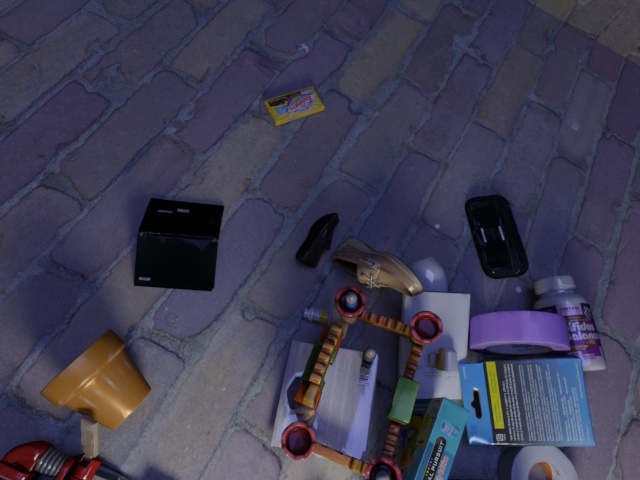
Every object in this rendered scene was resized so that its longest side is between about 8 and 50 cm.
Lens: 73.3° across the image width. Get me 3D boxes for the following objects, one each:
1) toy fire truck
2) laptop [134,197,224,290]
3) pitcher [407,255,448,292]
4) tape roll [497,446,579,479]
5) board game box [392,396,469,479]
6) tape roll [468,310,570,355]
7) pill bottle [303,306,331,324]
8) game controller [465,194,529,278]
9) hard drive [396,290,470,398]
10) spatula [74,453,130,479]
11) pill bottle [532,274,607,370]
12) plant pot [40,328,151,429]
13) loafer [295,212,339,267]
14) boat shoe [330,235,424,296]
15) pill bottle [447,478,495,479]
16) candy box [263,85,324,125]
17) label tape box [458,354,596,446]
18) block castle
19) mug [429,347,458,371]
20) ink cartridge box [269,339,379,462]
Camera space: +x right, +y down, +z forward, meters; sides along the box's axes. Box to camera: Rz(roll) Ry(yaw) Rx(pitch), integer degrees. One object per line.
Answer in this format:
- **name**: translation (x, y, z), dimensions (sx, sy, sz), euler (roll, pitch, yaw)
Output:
- **toy fire truck**: translation (-0.621, 0.521, 1.008), dimensions (0.217, 0.158, 0.246), euler (26, 67, 0)
- **laptop**: translation (-0.433, 0.008, 1.340), dimensions (0.234, 0.136, 0.264), euler (6, 42, -10)
- **pitcher**: translation (0.330, 0.168, 1.378), dimensions (0.178, 0.125, 0.207), euler (-16, 83, -17)
- **tape roll**: translation (0.633, 0.702, 1.248), dimensions (0.219, 0.072, 0.219), euler (4, 68, -11)
- **board game box**: translation (0.241, 0.583, 1.114), dimensions (0.079, 0.254, 0.336), euler (30, 65, 2)
- **tape roll**: translation (0.591, 0.286, 1.296), dimensions (0.275, 0.275, 0.090), euler (8, 66, -9)
- **pill bottle**: translation (-0.010, 0.230, 1.321), dimensions (0.083, 0.043, 0.043), euler (13, 66, -6)
- **game controller**: translation (0.634, -0.019, 1.556), dimensions (0.167, 0.067, 0.319), euler (-9, 69, 0)
- **hard drive**: translation (0.341, 0.314, 1.301), dimensions (0.210, 0.040, 0.318), euler (4, 89, -10)
- **spatula**: translation (-0.485, 0.610, 1.073), dimensions (0.296, 0.030, 0.084), euler (27, 82, 2)
- **pill bottle**: translation (0.797, 0.274, 1.403), dimensions (0.169, 0.169, 0.301), euler (0, 69, -12)
- **plant pot**: translation (-0.543, 0.363, 1.085), dimensions (0.188, 0.205, 0.205), euler (46, 66, -8)
- **loafer**: translation (0.000, 0.000, 1.408), dimensions (0.078, 0.080, 0.220), euler (49, 61, -26)
- **boat shoe**: translation (0.165, 0.097, 1.304), dimensions (0.110, 0.121, 0.341), euler (-42, 37, -15)
- **pill bottle**: translation (0.413, 0.712, 1.126), dimensions (0.265, 0.153, 0.153), euler (0, 68, 3)
- **candy box**: translation (-0.097, -0.505, 1.609), dimensions (0.206, 0.027, 0.105), euler (-24, 78, -19)
- **label tape box**: translation (0.594, 0.470, 1.273), dimensions (0.334, 0.106, 0.240), euler (-7, 81, 15)
- **block castle**: translation (0.110, 0.365, 1.107), dimensions (0.303, 0.213, 0.453), euler (18, 68, 11)
- **mug**: translation (0.365, 0.347, 1.255), dimensions (0.078, 0.062, 0.064), euler (7, 81, -17)
- **ink cartridge box**: translation (0.018, 0.453, 1.224), dimensions (0.261, 0.066, 0.296), euler (8, 66, 8)
